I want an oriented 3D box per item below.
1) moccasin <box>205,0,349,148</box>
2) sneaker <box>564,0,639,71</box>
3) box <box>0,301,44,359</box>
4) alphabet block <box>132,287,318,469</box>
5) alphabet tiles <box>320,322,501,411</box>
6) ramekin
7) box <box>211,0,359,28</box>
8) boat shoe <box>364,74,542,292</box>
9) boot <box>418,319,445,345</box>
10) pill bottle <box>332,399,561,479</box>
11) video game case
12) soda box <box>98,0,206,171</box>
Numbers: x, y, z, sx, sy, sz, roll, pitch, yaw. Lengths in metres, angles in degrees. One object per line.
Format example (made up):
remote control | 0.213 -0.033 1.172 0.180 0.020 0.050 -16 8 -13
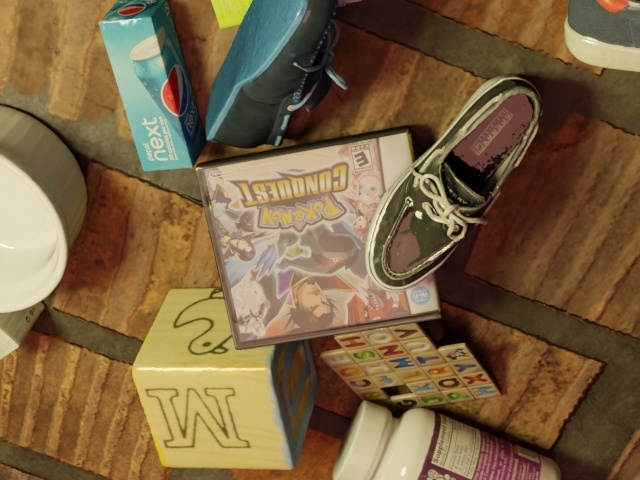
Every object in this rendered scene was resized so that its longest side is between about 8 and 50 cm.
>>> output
moccasin | -0.038 -0.210 1.355 0.116 0.138 0.342 11 161 -17
sneaker | 0.437 -0.252 1.225 0.349 0.131 0.148 5 130 10
box | -0.484 0.112 1.726 0.087 0.101 0.102 -31 113 30
alphabet block | -0.126 0.193 1.644 0.197 0.192 0.194 -2 122 14
alphabet tiles | 0.121 0.178 1.625 0.198 0.009 0.237 -12 144 23
ramekin | -0.452 -0.050 1.584 0.277 0.135 0.277 7 127 9
box | -0.047 -0.314 1.354 0.178 0.042 0.109 -8 124 18
boat shoe | 0.158 -0.057 1.386 0.113 0.105 0.306 40 103 -8
boot | 0.117 0.046 1.546 0.106 0.082 0.219 -33 110 33
pill bottle | 0.178 0.342 1.686 0.301 0.169 0.169 22 127 -2
video game case | 0.000 0.000 1.486 0.274 0.035 0.248 -10 104 7
soda box | -0.207 -0.194 1.465 0.071 0.067 0.210 -2 125 15
